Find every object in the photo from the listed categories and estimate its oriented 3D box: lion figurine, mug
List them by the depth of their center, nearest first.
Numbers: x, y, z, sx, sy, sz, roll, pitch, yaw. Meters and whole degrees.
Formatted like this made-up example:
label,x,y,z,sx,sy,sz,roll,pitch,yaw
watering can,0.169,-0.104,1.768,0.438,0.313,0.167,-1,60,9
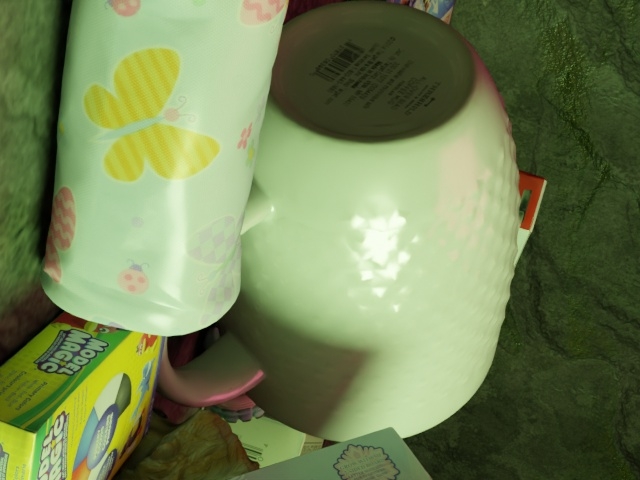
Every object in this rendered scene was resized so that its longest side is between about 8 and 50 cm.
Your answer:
label,x,y,z,sx,sy,sz,roll,pitch,yaw
mug,0.000,0.000,0.838,0.374,0.276,0.328,-33,148,-24
lion figurine,-0.144,0.306,0.862,0.392,0.142,0.240,-70,166,15

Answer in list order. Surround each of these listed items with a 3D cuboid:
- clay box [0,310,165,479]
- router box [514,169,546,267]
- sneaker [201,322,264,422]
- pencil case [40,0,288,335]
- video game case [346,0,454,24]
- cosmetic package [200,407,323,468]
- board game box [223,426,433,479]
label,x,y,z,sx,sy,sz,roll,pitch,yaw
clay box,-0.162,0.119,0.609,0.222,0.053,0.127,-57,163,-64
router box,0.121,-0.016,1.356,0.335,0.301,0.082,93,17,-64
sneaker,-0.028,0.072,1.102,0.283,0.110,0.122,-48,146,-38
pencil case,-0.077,-0.084,0.523,0.124,0.113,0.273,-79,-178,-61
video game case,0.119,-0.349,1.278,0.244,0.061,0.270,-48,158,-40
cosmetic package,-0.085,0.292,1.252,0.296,0.129,0.153,70,37,-76
board game box,-0.093,0.306,0.749,0.318,0.066,0.319,-11,133,-28
